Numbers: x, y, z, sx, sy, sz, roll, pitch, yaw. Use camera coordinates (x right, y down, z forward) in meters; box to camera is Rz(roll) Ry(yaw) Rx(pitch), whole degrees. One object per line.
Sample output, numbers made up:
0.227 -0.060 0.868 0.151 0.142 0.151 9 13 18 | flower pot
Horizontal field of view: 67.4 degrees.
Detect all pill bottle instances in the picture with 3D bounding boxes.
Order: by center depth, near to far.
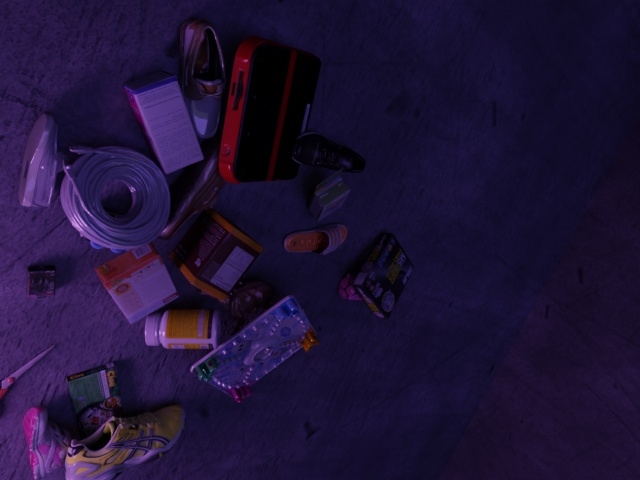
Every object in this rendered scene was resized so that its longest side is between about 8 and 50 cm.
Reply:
-0.410 0.266 1.445 0.208 0.119 0.119 2 114 -7 | pill bottle

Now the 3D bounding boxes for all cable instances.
-0.504 -0.105 1.194 0.257 0.089 0.258 -11 95 -46 | cable

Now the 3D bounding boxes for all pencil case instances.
0.174 0.194 1.915 0.209 0.095 0.098 13 77 -42 | pencil case

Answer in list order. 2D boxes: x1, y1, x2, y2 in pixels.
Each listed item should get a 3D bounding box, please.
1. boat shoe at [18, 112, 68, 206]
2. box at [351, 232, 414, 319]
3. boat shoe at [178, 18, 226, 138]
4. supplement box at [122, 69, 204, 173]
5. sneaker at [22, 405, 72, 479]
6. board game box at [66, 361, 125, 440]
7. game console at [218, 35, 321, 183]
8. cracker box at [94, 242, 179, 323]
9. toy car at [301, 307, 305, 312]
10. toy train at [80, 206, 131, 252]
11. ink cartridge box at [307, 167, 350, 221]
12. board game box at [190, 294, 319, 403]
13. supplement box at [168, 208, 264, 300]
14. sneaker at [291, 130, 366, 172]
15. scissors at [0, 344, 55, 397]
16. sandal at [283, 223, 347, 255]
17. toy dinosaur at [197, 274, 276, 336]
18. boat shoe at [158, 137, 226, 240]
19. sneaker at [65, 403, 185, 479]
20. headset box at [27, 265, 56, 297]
-0.641 -0.183 1.125 0.081 0.079 0.228 5 114 -48 | boat shoe
0.251 0.138 1.883 0.216 0.060 0.270 53 57 -32 | box
-0.304 -0.405 1.239 0.113 0.103 0.303 -17 121 -29 | boat shoe
-0.395 -0.299 1.220 0.113 0.111 0.220 -29 126 -22 | supplement box
-0.783 0.571 1.386 0.111 0.103 0.253 -12 125 -37 | sneaker
-0.679 0.501 1.468 0.136 0.030 0.260 -12 119 -30 | board game box
-0.138 -0.353 1.365 0.342 0.060 0.387 -18 127 -58 | game console
-0.499 0.119 1.329 0.155 0.067 0.232 -31 150 -21 | cracker box
-0.115 0.284 1.759 0.122 0.060 0.041 -43 128 -11 | toy car
-0.536 -0.024 1.278 0.184 0.080 0.105 17 95 -41 | toy train
0.030 -0.143 1.570 0.109 0.062 0.209 -34 171 -18 | ink cartridge box
-0.197 0.389 1.646 0.389 0.050 0.390 -36 149 -9 | board game box
-0.306 0.035 1.401 0.194 0.191 0.129 -53 132 -3 | supplement box
0.038 -0.272 1.519 0.283 0.124 0.107 -1 112 -48 | sneaker
-0.850 0.380 1.282 0.297 0.021 0.109 -50 130 -3 | scissors
-0.002 0.010 1.694 0.265 0.076 0.102 -11 119 -33 | sandal
-0.241 0.176 1.575 0.295 0.127 0.201 -15 114 -37 | toy dinosaur
-0.341 -0.129 1.343 0.324 0.123 0.116 -53 137 -2 | boat shoe
-0.582 0.607 1.481 0.384 0.145 0.147 -22 120 -48 | sneaker
-0.718 0.109 1.237 0.062 0.032 0.084 0 111 -37 | headset box
